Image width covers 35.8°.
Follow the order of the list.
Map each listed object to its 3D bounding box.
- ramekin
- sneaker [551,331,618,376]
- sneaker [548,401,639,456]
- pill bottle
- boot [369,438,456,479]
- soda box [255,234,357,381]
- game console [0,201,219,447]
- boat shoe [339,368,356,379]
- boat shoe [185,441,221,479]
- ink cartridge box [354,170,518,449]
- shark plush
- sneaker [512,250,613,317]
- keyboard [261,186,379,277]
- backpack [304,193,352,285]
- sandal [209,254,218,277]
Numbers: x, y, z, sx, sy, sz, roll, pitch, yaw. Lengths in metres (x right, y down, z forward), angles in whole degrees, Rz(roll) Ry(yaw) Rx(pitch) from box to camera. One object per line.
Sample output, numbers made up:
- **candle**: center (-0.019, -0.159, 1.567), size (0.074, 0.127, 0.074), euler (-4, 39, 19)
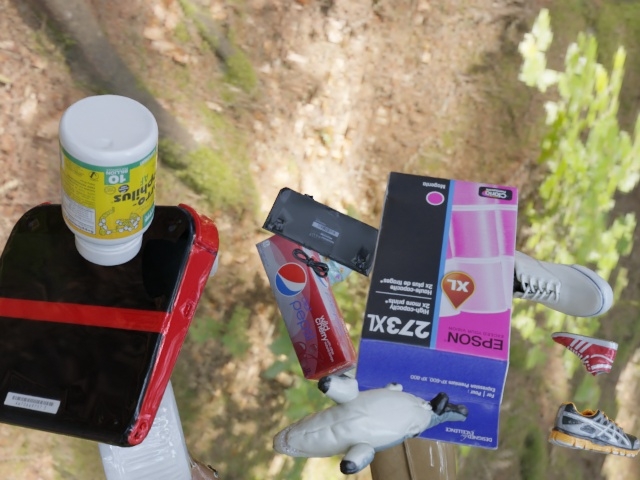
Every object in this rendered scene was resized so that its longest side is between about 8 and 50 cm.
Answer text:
- **ramekin**: center (-0.253, 0.273, 1.409), size (0.109, 0.207, 0.207), euler (-14, 130, -8)
- **sneaker**: center (0.463, 0.202, 1.759), size (0.042, 0.118, 0.067), euler (26, 76, -59)
- **sneaker**: center (0.532, 0.364, 1.892), size (0.214, 0.084, 0.083), euler (17, 75, -30)
- **pill bottle**: center (-0.265, -0.068, 1.240), size (0.117, 0.117, 0.208), euler (-45, 159, -40)
- **boot**: center (0.087, 0.377, 1.366), size (0.089, 0.236, 0.270), euler (121, -29, -48)
- **soda box**: center (-0.022, 0.112, 1.738), size (0.263, 0.083, 0.092), euler (68, 14, 18)
- **game console**: center (-0.337, 0.103, 1.388), size (0.060, 0.386, 0.342), euler (41, 58, -50)
- **boat shoe**: center (0.030, 0.264, 2.014), size (0.079, 0.084, 0.233), euler (-33, 166, 1)
- **boat shoe**: center (-0.231, 0.434, 1.760), size (0.110, 0.104, 0.308), euler (168, -89, -77)
- **ink cartridge box**: center (0.146, 0.072, 1.225), size (0.069, 0.175, 0.371), euler (91, 9, -51)
- **shark plush**: center (0.043, 0.135, 0.770), size (0.161, 0.073, 0.067), euler (-16, 161, -34)
- **sneaker**: center (0.386, 0.082, 1.746), size (0.091, 0.258, 0.094), euler (-15, 112, -41)
- **keyboard**: center (0.000, 0.000, 1.518), size (0.023, 0.180, 0.108), euler (113, 2, -71)
- **backpack**: center (0.002, 0.009, 1.976), size (0.115, 0.182, 0.152), euler (-44, 143, -6)
- **sandal**: center (-0.272, 0.032, 1.940), size (0.076, 0.265, 0.102), euler (-2, 81, -28)
